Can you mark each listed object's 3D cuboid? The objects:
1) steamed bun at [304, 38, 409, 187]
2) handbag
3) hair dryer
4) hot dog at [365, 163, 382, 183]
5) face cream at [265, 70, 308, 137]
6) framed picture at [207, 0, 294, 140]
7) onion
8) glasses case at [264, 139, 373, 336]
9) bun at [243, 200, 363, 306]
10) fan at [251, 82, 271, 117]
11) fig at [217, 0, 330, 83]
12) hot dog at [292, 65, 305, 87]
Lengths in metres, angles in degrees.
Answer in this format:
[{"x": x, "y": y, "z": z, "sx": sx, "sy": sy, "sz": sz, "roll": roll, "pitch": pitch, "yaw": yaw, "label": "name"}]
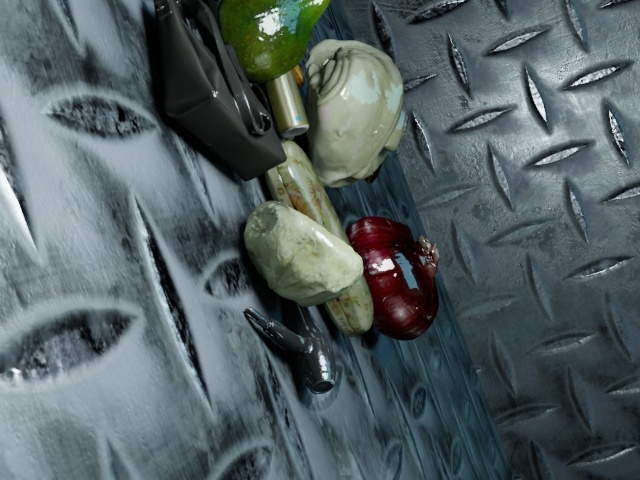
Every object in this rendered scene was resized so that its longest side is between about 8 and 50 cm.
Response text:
[{"x": 0.086, "y": -0.302, "z": 1.958, "sx": 0.339, "sy": 0.247, "sz": 0.352, "roll": -98, "pitch": -176, "yaw": -48, "label": "steamed bun"}, {"x": -0.172, "y": -0.256, "z": 1.376, "sx": 0.285, "sy": 0.113, "sz": 0.257, "roll": 40, "pitch": 26, "yaw": -62, "label": "handbag"}, {"x": -0.060, "y": 0.140, "z": 1.367, "sx": 0.219, "sy": 0.075, "sz": 0.196, "roll": 40, "pitch": 22, "yaw": -49, "label": "hair dryer"}, {"x": 0.050, "y": -0.299, "z": 2.235, "sx": 0.107, "sy": 0.194, "sz": 0.326, "roll": 1, "pitch": 33, "yaw": -31, "label": "hot dog"}, {"x": -0.094, "y": -0.364, "z": 1.755, "sx": 0.139, "sy": 0.067, "sz": 0.285, "roll": 158, "pitch": -84, "yaw": -88, "label": "face cream"}, {"x": -0.146, "y": -0.373, "z": 1.772, "sx": 0.335, "sy": 0.022, "sz": 0.248, "roll": 32, "pitch": 43, "yaw": -68, "label": "framed picture"}, {"x": 0.177, "y": 0.084, "z": 1.940, "sx": 0.314, "sy": 0.232, "sz": 0.314, "roll": -22, "pitch": 90, "yaw": -77, "label": "onion"}, {"x": 0.000, "y": 0.000, "z": 1.670, "sx": 0.156, "sy": 0.098, "sz": 0.426, "roll": -80, "pitch": 147, "yaw": -68, "label": "glasses case"}, {"x": -0.039, "y": 0.030, "z": 1.392, "sx": 0.220, "sy": 0.134, "sz": 0.220, "roll": 32, "pitch": -5, "yaw": 3, "label": "bun"}, {"x": -0.117, "y": -0.257, "z": 1.488, "sx": 0.133, "sy": 0.005, "sz": 0.085, "roll": 59, "pitch": -20, "yaw": 28, "label": "fan"}, {"x": -0.068, "y": -0.412, "z": 1.584, "sx": 0.203, "sy": 0.235, "sz": 0.203, "roll": -14, "pitch": 90, "yaw": -83, "label": "fig"}, {"x": -0.080, "y": -0.397, "z": 1.883, "sx": 0.144, "sy": 0.062, "sz": 0.038, "roll": 51, "pitch": 47, "yaw": -52, "label": "hot dog"}]
